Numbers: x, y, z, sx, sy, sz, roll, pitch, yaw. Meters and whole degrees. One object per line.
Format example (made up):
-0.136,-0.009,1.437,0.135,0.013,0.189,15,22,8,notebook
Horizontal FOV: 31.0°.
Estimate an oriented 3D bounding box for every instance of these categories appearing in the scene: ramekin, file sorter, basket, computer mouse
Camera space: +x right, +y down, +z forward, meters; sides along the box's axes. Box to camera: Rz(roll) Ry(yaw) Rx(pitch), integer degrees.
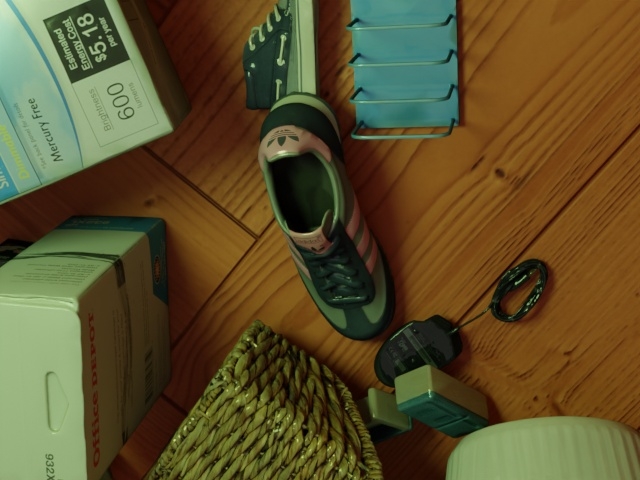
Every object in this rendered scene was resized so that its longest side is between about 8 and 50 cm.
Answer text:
0.262,0.290,1.307,0.273,0.273,0.127,-7,63,12,ramekin
0.088,-0.199,1.260,0.118,0.104,0.170,0,107,11,file sorter
-0.075,0.277,1.374,0.223,0.213,0.299,34,111,-1,basket
0.167,0.097,1.377,0.242,0.041,0.071,-33,94,11,computer mouse

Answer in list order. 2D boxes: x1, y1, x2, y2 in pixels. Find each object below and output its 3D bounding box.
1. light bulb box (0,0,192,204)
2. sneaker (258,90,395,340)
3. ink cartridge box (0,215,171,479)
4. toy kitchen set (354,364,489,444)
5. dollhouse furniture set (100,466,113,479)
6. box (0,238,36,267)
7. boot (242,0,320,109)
-0.378,-0.221,1.242,0.361,0.225,0.358,-23,101,4,light bulb box
0.000,0.000,1.307,0.112,0.131,0.319,-15,115,17,sneaker
-0.275,0.117,1.311,0.129,0.307,0.223,3,107,9,ink cartridge box
0.089,0.271,1.370,0.207,0.166,0.122,-27,140,32,toy kitchen set
-0.526,0.345,1.481,0.394,0.256,0.362,20,114,-31,dollhouse furniture set
-0.378,0.040,1.424,0.052,0.083,0.062,8,107,8,box
-0.046,-0.234,1.290,0.086,0.069,0.190,1,109,7,boot
